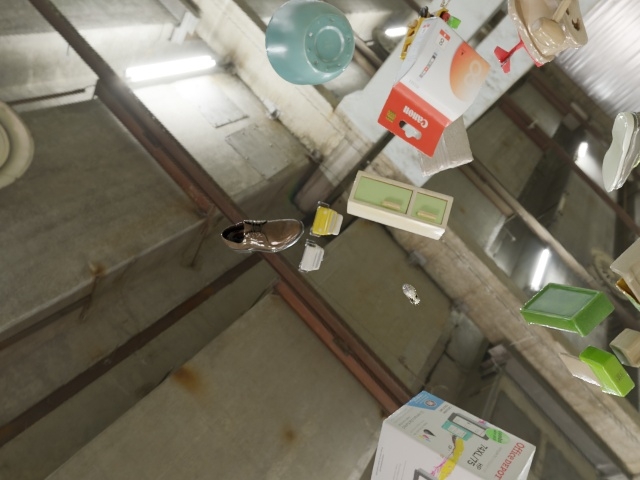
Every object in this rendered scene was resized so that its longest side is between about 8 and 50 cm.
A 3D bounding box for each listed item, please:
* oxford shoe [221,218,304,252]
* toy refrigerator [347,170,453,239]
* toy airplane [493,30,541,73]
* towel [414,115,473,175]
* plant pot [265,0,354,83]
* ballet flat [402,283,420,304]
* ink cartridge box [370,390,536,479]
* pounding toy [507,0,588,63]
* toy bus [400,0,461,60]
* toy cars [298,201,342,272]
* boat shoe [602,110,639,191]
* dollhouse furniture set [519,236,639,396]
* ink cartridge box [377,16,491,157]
[{"bbox_3d":[-0.155,-0.016,1.196,0.096,0.227,0.082,45,-143,-62],"label":"oxford shoe"},{"bbox_3d":[0.218,-0.100,1.276,0.270,0.094,0.102,18,-108,7],"label":"toy refrigerator"},{"bbox_3d":[0.447,-0.435,1.025,0.151,0.151,0.028,17,-168,-27],"label":"toy airplane"},{"bbox_3d":[0.449,-0.370,1.699,0.049,0.187,0.282,48,-147,-45],"label":"towel"},{"bbox_3d":[-0.017,-0.681,1.588,0.293,0.292,0.235,13,-165,-30],"label":"plant pot"},{"bbox_3d":[0.331,0.197,1.650,0.114,0.041,0.041,51,-150,-40],"label":"ballet flat"},{"bbox_3d":[0.281,0.500,0.991,0.270,0.197,0.198,18,-164,35],"label":"ink cartridge box"},{"bbox_3d":[0.449,-0.434,0.831,0.154,0.155,0.269,29,-115,-31],"label":"pounding toy"},{"bbox_3d":[0.315,-0.637,1.399,0.104,0.191,0.202,11,-126,-23],"label":"toy bus"},{"bbox_3d":[0.000,0.000,1.503,0.087,0.393,0.176,16,-126,-2],"label":"toy cars"},{"bbox_3d":[0.963,-0.273,1.442,0.091,0.305,0.109,-8,-131,11],"label":"boat shoe"},{"bbox_3d":[0.606,0.132,0.932,0.302,0.151,0.197,-38,-84,-10],"label":"dollhouse furniture set"},{"bbox_3d":[0.188,-0.244,0.755,0.145,0.179,0.045,23,-178,-34],"label":"ink cartridge box"}]
